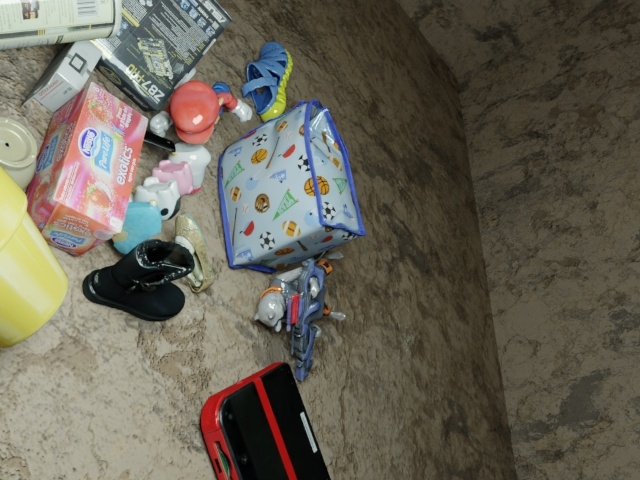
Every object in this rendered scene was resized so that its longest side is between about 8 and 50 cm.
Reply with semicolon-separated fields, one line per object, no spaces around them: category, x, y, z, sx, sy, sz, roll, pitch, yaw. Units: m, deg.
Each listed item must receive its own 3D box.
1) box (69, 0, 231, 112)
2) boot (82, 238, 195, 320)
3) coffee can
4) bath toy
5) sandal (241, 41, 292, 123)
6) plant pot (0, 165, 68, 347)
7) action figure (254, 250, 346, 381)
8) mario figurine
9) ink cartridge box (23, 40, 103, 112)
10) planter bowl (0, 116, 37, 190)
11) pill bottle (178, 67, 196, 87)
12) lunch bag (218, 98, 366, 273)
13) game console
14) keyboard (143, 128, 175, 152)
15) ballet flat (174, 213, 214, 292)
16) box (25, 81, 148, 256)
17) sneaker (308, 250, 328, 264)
box;-0.446;-0.550;1.395;0.395;0.097;0.318;42;71;-32
boot;-0.322;0.084;1.211;0.246;0.207;0.094;24;51;-48
coffee can;-0.554;-0.475;1.142;0.275;0.201;0.201;-22;88;-34
bath toy;-0.358;-0.108;1.358;0.348;0.152;0.129;-67;161;-56
sandal;-0.175;-0.528;1.896;0.138;0.126;0.317;31;45;-37
plant pot;-0.533;0.035;0.920;0.254;0.254;0.239;-78;149;-43
action figure;-0.057;0.189;1.621;0.330;0.179;0.341;-8;111;-56
mario figurine;-0.295;-0.304;1.487;0.170;0.198;0.320;45;15;-15
ink cartridge box;-0.540;-0.342;1.256;0.060;0.104;0.180;42;40;-35
planter bowl;-0.583;-0.155;1.072;0.162;0.109;0.162;32;46;-42
pill bottle;-0.407;-0.484;1.548;0.169;0.094;0.094;45;38;-30
lunch bag;-0.089;-0.145;1.581;0.239;0.328;0.385;15;56;-56
game console;-0.113;0.509;1.403;0.342;0.060;0.386;-12;82;-63
keyboard;-0.430;-0.240;1.370;0.192;0.038;0.100;22;17;-23
ballet flat;-0.294;0.038;1.359;0.067;0.073;0.206;-52;139;-41
box;-0.470;-0.141;1.190;0.142;0.154;0.299;34;46;-40
sneaker;0.000;0.000;1.864;0.215;0.084;0.083;-52;128;-51
